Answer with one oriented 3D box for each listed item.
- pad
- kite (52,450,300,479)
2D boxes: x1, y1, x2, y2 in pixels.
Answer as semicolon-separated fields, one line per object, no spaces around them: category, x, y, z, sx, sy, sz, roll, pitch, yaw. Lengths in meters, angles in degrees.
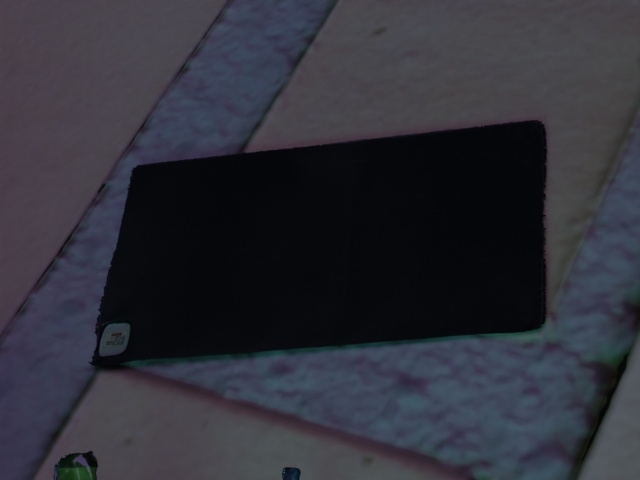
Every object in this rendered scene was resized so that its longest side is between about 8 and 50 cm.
pad;0.000;0.000;0.651;0.193;0.004;0.116;-6;49;15
kite;-0.082;0.147;0.510;0.182;0.010;0.160;1;68;-8
